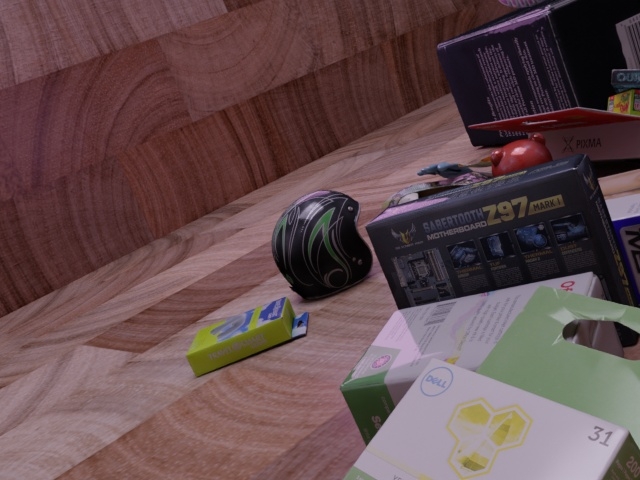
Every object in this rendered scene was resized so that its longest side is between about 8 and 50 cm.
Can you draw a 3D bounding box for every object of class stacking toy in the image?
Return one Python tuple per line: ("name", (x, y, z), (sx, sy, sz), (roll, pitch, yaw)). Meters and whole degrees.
("stacking toy", (0.218, -0.062, 1.316), (0.309, 0.130, 0.279), (-25, 12, -14))

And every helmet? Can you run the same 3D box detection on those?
("helmet", (0.000, 0.000, 1.363), (0.169, 0.161, 0.169), (-22, 12, 5))

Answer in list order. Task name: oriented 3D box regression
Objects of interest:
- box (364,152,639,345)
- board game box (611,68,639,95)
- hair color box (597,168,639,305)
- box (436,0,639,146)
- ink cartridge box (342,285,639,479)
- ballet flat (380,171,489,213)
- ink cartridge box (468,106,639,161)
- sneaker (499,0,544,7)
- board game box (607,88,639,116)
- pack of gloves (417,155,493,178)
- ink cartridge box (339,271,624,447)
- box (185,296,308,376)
("box", (0.183, 0.031, 0.824), (0.232, 0.183, 0.059), (-16, 13, 32))
("board game box", (0.562, -0.246, 1.273), (0.186, 0.026, 0.126), (6, 2, 24))
("hair color box", (0.271, 0.009, 0.953), (0.339, 0.110, 0.185), (-11, 15, 38))
("box", (0.618, -0.450, 1.908), (0.480, 0.297, 0.472), (-26, 14, -16))
("ink cartridge box", (0.146, 0.118, 0.553), (0.235, 0.056, 0.171), (-51, 34, -18))
("ballet flat", (0.215, -0.072, 1.525), (0.221, 0.077, 0.079), (-15, 17, 14))
("ink cartridge box", (0.423, -0.159, 1.294), (0.261, 0.066, 0.296), (-1, 3, -21))
("sneaker", (0.510, -0.581, 1.796), (0.236, 0.095, 0.104), (-12, 8, 26))
("board game box", (0.572, -0.210, 1.311), (0.181, 0.043, 0.092), (5, 2, -3))
("pack of gloves", (0.312, -0.152, 1.553), (0.195, 0.046, 0.232), (-5, -4, 42))
("ink cartridge box", (0.149, 0.115, 0.730), (0.212, 0.093, 0.154), (-17, 14, 31))
("box", (-0.109, 0.141, 1.231), (0.178, 0.042, 0.109), (-22, 12, 6))
